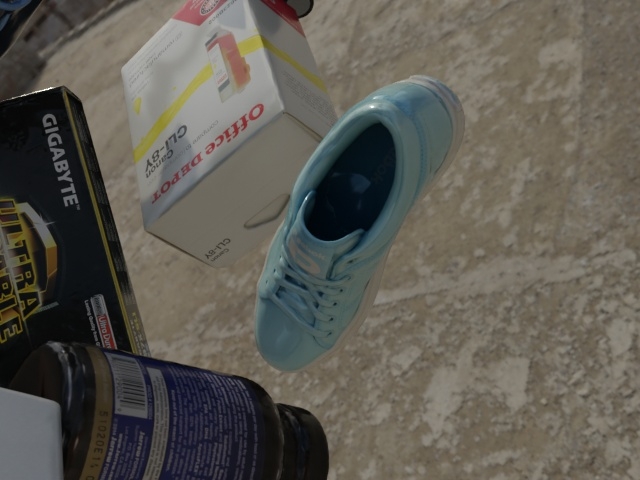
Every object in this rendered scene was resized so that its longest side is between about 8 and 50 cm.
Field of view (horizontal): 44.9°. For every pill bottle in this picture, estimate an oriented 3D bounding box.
[{"bbox_3d":[-0.104,0.149,0.549,0.123,0.219,0.122,-26,54,43],"label":"pill bottle"}]

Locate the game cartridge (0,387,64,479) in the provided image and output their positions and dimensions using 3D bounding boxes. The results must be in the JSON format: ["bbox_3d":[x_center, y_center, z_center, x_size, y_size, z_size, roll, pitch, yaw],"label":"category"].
[{"bbox_3d":[-0.255,0.130,0.305,0.198,0.297,0.062,-120,41,-53],"label":"game cartridge"}]

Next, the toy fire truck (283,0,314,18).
[{"bbox_3d":[-0.130,-0.440,1.301,0.217,0.246,0.158,-52,39,37],"label":"toy fire truck"}]

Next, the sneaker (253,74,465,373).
[{"bbox_3d":[0.000,0.000,0.768,0.150,0.135,0.366,-23,-36,-57],"label":"sneaker"}]

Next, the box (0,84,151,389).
[{"bbox_3d":[-0.345,0.027,0.820,0.257,0.322,0.079,-15,-2,-1],"label":"box"}]

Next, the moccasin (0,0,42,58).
[{"bbox_3d":[-0.263,-0.211,0.595,0.342,0.138,0.117,-43,18,52],"label":"moccasin"}]

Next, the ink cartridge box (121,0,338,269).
[{"bbox_3d":[-0.142,-0.195,1.175,0.279,0.160,0.384,-37,48,21],"label":"ink cartridge box"}]
